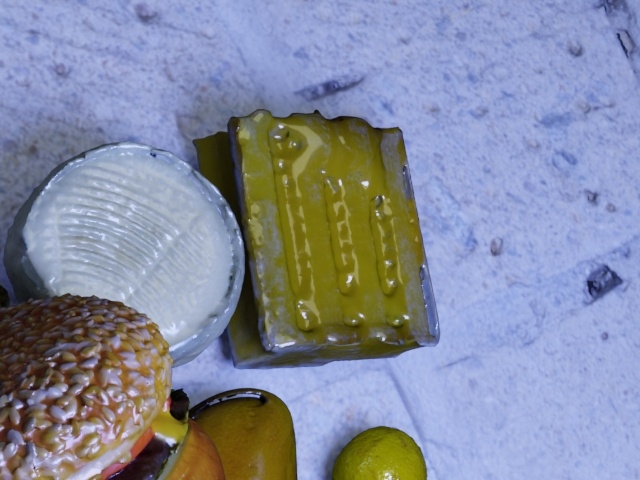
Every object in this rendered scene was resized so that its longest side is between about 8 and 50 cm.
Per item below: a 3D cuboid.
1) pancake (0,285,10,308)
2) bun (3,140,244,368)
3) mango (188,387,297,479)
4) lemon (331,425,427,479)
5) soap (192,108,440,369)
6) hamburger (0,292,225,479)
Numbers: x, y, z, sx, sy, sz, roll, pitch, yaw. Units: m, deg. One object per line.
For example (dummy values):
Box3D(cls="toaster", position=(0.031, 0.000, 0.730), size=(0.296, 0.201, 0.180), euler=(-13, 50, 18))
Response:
Box3D(cls="pancake", position=(-0.397, 0.062, 1.626), size=(0.129, 0.022, 0.116), euler=(28, 61, -11))
Box3D(cls="bun", position=(-0.209, 0.026, 1.660), size=(0.259, 0.152, 0.259), euler=(6, 71, -19))
Box3D(cls="mango", position=(-0.104, 0.264, 1.640), size=(0.166, 0.136, 0.236), euler=(37, 54, -7))
Box3D(cls="lemon", position=(0.067, 0.272, 1.741), size=(0.109, 0.109, 0.133), euler=(48, 58, -4))
Box3D(cls="soap", position=(0.000, 0.000, 1.785), size=(0.259, 0.143, 0.281), euler=(1, 71, -35))
Box3D(cls="hamburger", position=(-0.268, 0.204, 1.436), size=(0.330, 0.330, 0.250), euler=(-40, 112, -33))
